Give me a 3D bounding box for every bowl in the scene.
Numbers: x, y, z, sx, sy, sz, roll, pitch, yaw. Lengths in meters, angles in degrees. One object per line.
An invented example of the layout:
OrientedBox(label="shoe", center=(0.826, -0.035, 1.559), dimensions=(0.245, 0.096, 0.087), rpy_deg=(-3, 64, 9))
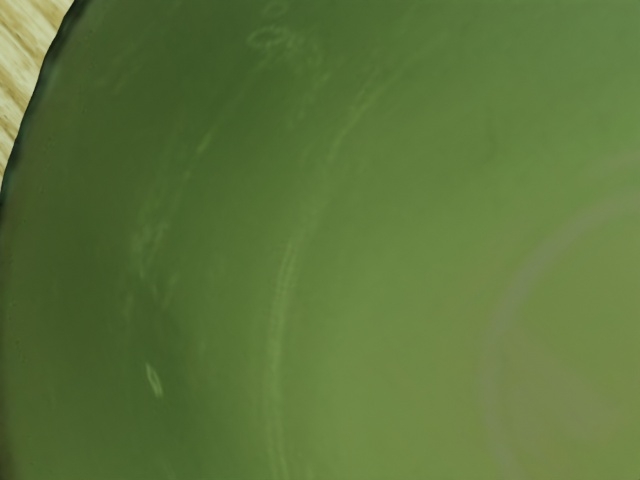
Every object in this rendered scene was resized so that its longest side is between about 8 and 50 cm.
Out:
OrientedBox(label="bowl", center=(0.106, 0.023, 0.347), dimensions=(0.354, 0.354, 0.185), rpy_deg=(31, 173, 26))
